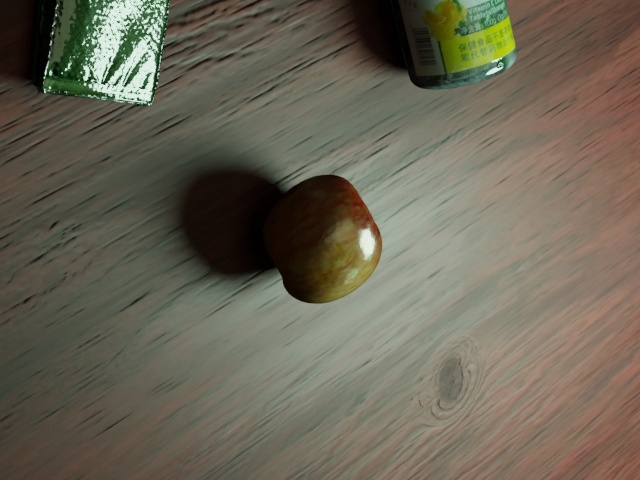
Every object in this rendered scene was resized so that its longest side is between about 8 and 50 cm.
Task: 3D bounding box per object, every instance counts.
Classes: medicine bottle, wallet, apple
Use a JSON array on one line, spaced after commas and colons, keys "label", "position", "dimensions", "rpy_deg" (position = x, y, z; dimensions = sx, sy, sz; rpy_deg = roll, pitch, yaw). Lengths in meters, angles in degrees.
[{"label": "medicine bottle", "position": [0.147, -0.344, 1.955], "dimensions": [0.141, 0.141, 0.293], "rpy_deg": [-28, 111, -34]}, {"label": "wallet", "position": [-0.230, -0.269, 1.708], "dimensions": [0.160, 0.055, 0.236], "rpy_deg": [4, 98, -43]}, {"label": "apple", "position": [0.000, 0.000, 1.873], "dimensions": [0.131, 0.146, 0.146], "rpy_deg": [-31, 116, -6]}]
